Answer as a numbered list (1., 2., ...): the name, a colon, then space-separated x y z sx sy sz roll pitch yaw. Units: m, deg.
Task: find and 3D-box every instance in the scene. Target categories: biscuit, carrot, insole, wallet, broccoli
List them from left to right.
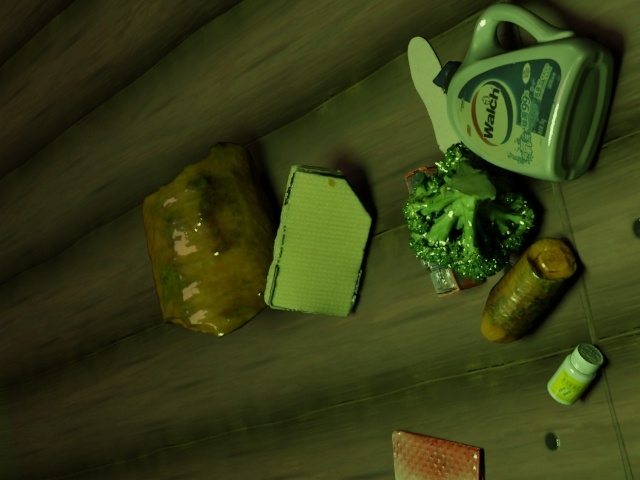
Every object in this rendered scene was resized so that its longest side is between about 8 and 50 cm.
1. carrot: -0.179 0.024 2.321 0.241 0.242 0.340 -34 65 50
2. biscuit: 0.000 0.000 2.153 0.052 0.150 0.252 -112 30 -62
3. insole: 0.173 -0.221 2.008 0.065 0.004 0.197 -37 66 49
4. wallet: 0.183 0.360 2.072 0.196 0.020 0.103 3 98 53
5. broccoli: 0.207 -0.042 1.853 0.195 0.195 0.156 55 156 32
6. carrot: 0.284 0.074 1.845 0.082 0.082 0.173 59 140 29

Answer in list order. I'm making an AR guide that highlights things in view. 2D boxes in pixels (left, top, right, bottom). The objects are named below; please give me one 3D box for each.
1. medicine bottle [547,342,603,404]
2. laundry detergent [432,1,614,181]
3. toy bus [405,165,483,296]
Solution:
1. medicine bottle: 0.347 0.182 1.803 0.047 0.047 0.083 56 136 32
2. laundry detergent: 0.261 -0.212 1.814 0.280 0.105 0.214 35 123 47
3. toy bus: 0.183 -0.016 1.967 0.065 0.077 0.192 -21 80 54
